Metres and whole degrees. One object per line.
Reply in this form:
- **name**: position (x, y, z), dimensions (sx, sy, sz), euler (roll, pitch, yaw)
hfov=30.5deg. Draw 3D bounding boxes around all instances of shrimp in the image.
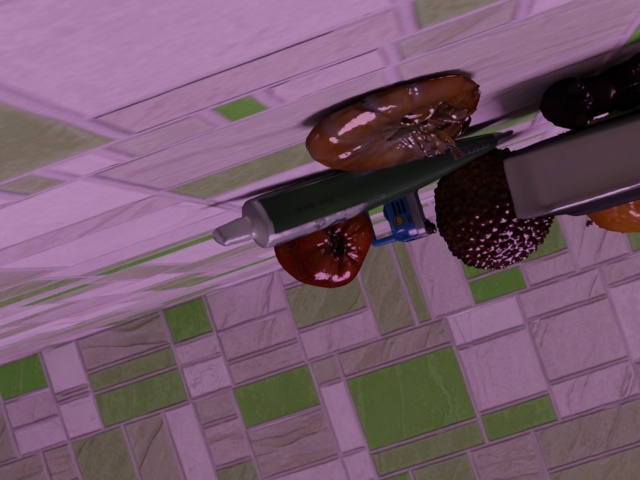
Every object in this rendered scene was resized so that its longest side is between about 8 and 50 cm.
- **shrimp**: position (0.083, -0.109, 1.009), dimensions (0.236, 0.053, 0.133), euler (-10, 151, -49)

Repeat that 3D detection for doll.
- **doll**: position (0.298, -0.157, 1.275), dimensions (0.139, 0.057, 0.165), euler (-21, -178, -13)

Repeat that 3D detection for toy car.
- **toy car**: position (0.116, -0.043, 1.787), dimensions (0.100, 0.097, 0.191), euler (-18, 177, 6)

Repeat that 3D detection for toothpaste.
- **toothpaste**: position (0.052, -0.065, 1.393), dimensions (0.392, 0.061, 0.098), euler (-21, 178, -23)

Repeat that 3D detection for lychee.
- **lychee**: position (0.261, -0.049, 1.749), dimensions (0.188, 0.188, 0.188), euler (-19, 177, -1)

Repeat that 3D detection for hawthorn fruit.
- **hawthorn fruit**: position (0.000, 0.000, 1.571), dimensions (0.132, 0.133, 0.138), euler (-18, -169, -21)

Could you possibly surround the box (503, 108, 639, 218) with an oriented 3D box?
- **box**: position (0.391, -0.111, 1.301), dimensions (0.367, 0.091, 0.373), euler (-16, -178, 13)

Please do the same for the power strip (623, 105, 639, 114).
- **power strip**: position (0.470, -0.206, 1.515), dimensions (0.216, 0.044, 0.137), euler (-17, 177, -26)

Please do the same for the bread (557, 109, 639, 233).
- **bread**: position (0.467, -0.099, 1.655), dimensions (0.194, 0.179, 0.340), euler (-6, -169, 32)
